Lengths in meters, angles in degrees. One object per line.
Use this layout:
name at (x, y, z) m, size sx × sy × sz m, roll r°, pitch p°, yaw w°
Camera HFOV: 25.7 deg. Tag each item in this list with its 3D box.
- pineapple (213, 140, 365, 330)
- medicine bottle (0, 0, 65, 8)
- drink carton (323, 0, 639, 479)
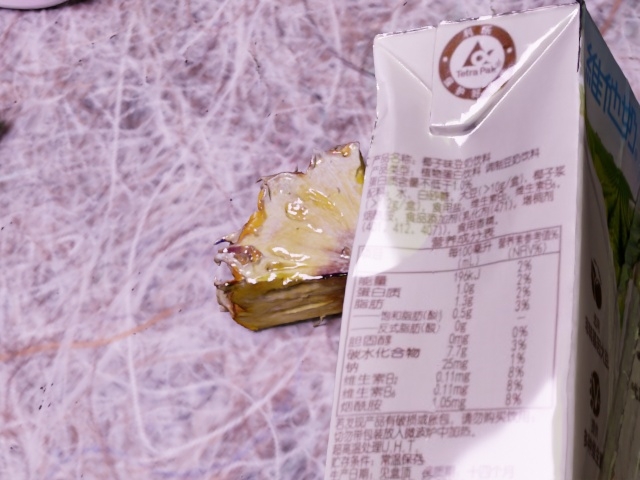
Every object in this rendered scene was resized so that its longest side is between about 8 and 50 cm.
pineapple at (0.000, 0.000, 0.868) m, size 0.116 × 0.069 × 0.137 m, roll 29°, pitch 73°, yaw 24°
medicine bottle at (-0.211, -0.316, 1.028) m, size 0.133 × 0.133 × 0.274 m, roll 0°, pitch 65°, yaw 13°
drink carton at (0.101, 0.066, 0.733) m, size 0.132 × 0.194 × 0.324 m, roll -5°, pitch 64°, yaw 26°
